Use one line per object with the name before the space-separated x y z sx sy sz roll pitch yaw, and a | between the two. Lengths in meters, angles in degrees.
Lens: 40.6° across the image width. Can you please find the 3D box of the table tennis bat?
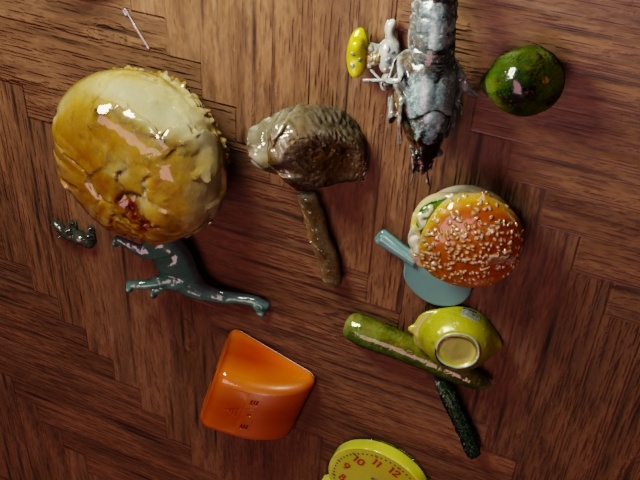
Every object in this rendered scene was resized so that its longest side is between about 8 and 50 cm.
table tennis bat | 0.218 0.054 1.847 0.237 0.038 0.149 34 134 -3

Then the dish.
dish | 0.290 0.222 1.863 0.208 0.080 0.149 8 110 6

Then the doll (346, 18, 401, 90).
doll | 0.106 -0.342 1.622 0.113 0.071 0.135 -14 124 16

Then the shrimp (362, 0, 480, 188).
shrimp | 0.184 -0.299 1.527 0.221 0.166 0.410 -1 127 -7

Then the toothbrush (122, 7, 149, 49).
toothbrush | -0.392 -0.449 1.839 0.006 0.008 0.097 -10 118 48

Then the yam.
yam | 0.000 0.000 1.912 0.057 0.057 0.241 -1 122 29

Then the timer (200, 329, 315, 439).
timer | -0.163 0.398 2.244 0.250 0.161 0.257 20 130 -4

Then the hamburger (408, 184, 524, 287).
hamburger | 0.286 -0.006 1.695 0.237 0.147 0.237 13 129 17

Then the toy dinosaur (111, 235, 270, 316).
toy dinosaur | -0.318 0.032 2.091 0.331 0.129 0.383 -6 118 19

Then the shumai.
shumai | -0.035 -0.209 1.751 0.185 0.218 0.184 50 140 43

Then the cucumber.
cucumber | 0.321 0.409 2.025 0.044 0.043 0.256 -14 117 27

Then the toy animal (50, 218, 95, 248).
toy animal | -0.645 -0.019 2.248 0.136 0.047 0.065 17 137 10

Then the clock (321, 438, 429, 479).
clock | 0.146 0.646 2.269 0.277 0.071 0.293 31 130 6

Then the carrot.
carrot | 0.220 0.258 1.964 0.358 0.074 0.074 23 130 11

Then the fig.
fig | 0.344 -0.278 1.516 0.123 0.123 0.156 62 166 -20

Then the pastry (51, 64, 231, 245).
pastry | -0.378 -0.187 1.856 0.410 0.245 0.409 15 131 18
